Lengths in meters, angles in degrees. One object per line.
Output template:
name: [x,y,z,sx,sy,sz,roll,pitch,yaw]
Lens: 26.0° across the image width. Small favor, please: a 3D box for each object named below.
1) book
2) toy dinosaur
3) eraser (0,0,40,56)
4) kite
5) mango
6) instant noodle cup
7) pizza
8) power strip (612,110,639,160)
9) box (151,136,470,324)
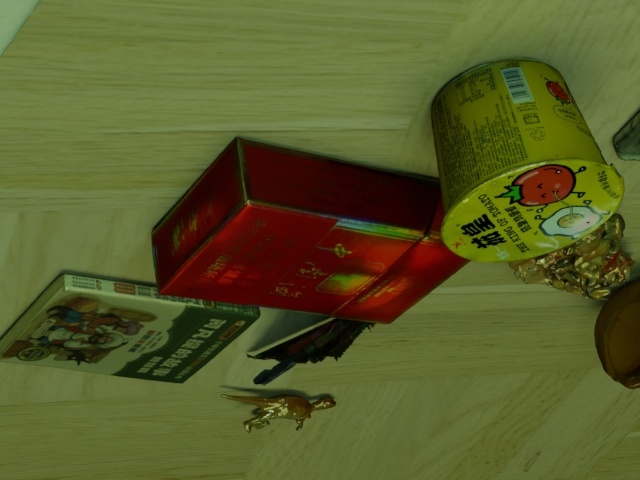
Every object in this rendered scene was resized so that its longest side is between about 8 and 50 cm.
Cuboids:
book: [-0.236,0.111,1.694,0.264,0.027,0.202,11,144,-34]
toy dinosaur: [-0.055,0.230,1.969,0.126,0.039,0.162,-25,145,5]
eraser: [-0.260,-0.238,0.974,0.189,0.104,0.290,8,147,-36]
kite: [0.009,0.112,1.708,0.234,0.016,0.321,-33,-172,-20]
mango: [0.474,0.101,1.815,0.236,0.136,0.166,-31,160,24]
instant noodle cup: [0.191,-0.084,1.365,0.182,0.144,0.182,-9,150,-5]
pizza: [0.309,0.029,1.691,0.147,0.069,0.226,-19,150,11]
power strip: [0.445,-0.122,1.466,0.213,0.064,0.198,0,152,-21]
box: [0.000,-0.001,1.511,0.313,0.089,0.197,9,145,-33]
